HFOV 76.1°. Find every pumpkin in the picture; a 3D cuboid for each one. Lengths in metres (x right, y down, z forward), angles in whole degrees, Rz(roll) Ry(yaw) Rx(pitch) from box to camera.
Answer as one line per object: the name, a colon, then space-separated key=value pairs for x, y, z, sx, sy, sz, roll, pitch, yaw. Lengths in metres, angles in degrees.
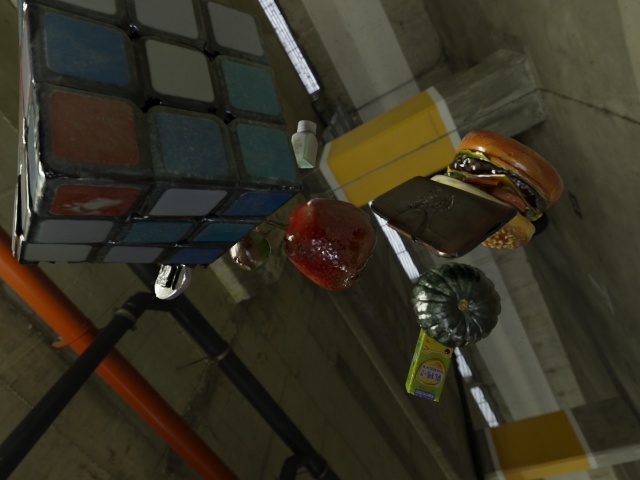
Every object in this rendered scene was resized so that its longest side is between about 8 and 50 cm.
pumpkin: x=0.340 y=0.162 z=1.037 sx=0.162 sy=0.220 sz=0.221 roll=71 pitch=177 yaw=-82

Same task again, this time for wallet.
wallet: x=0.189 y=-0.049 z=0.695 sx=0.031 sy=0.137 sz=0.255 roll=63 pitch=170 yaw=-28

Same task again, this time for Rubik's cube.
Rubik's cube: x=-0.283 y=-0.170 z=0.677 sx=0.362 sy=0.358 sz=0.363 roll=1 pitch=-109 yaw=-36

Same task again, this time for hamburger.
hamburger: x=0.401 y=-0.110 z=0.981 sx=0.291 sy=0.225 sz=0.291 roll=32 pitch=-175 yaw=-3

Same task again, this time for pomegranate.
pomegranate: x=-0.206 y=0.012 z=1.234 sx=0.129 sy=0.129 sz=0.159 roll=42 pitch=-128 yaw=-49

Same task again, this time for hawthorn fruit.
hawthorn fruit: x=0.000 y=0.000 z=1.298 sx=0.368 sy=0.285 sz=0.285 roll=17 pitch=-148 yaw=-5

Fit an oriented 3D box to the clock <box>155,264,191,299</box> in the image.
clock: x=-0.593 y=0.141 z=1.630 sx=0.064 sy=0.172 sz=0.198 roll=25 pitch=-100 yaw=-54

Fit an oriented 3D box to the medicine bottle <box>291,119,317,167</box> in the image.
medicine bottle: x=-0.044 y=-0.269 z=1.136 sx=0.074 sy=0.055 sz=0.118 roll=24 pitch=-108 yaw=-63

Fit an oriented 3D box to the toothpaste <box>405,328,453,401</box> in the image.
toothpaste: x=0.392 y=0.377 z=1.410 sx=0.077 sy=0.110 sz=0.328 roll=12 pitch=-86 yaw=-86
